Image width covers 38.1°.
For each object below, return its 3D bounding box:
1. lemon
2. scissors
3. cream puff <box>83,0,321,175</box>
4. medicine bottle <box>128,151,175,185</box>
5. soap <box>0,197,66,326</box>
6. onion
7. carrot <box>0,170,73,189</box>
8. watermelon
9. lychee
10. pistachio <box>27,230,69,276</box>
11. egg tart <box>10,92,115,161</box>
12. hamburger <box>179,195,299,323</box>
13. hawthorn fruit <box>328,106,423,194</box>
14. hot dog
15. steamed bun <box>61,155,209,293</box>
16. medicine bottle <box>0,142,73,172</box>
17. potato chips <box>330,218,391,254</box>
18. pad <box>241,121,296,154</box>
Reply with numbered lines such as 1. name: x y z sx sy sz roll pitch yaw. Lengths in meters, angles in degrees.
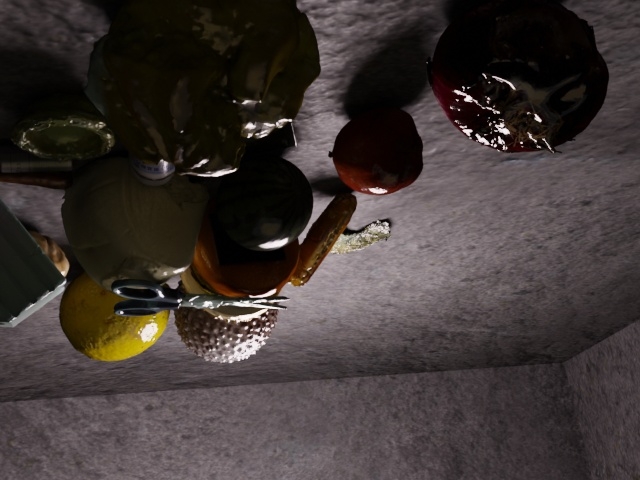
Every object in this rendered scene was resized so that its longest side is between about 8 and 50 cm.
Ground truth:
1. lemon: -0.526 0.179 2.399 0.310 0.258 0.258 -17 156 14
2. scissors: -0.254 0.130 1.996 0.383 0.029 0.256 2 161 -12
3. cream puff: -0.175 -0.249 1.462 0.378 0.275 0.378 -9 155 -4
4. medicine bottle: -0.317 -0.185 1.783 0.102 0.103 0.187 -3 157 -15
5. soap: -0.705 0.036 1.997 0.173 0.289 0.095 -39 180 -25
6. onion: 0.344 -0.299 1.630 0.314 0.232 0.314 9 142 7
7. carrot: -0.583 -0.134 1.879 0.161 0.055 0.055 5 155 -14
8. watermelon: -0.120 -0.077 1.983 0.212 0.212 0.212 -8 158 -3
9. lychee: -0.253 0.180 2.444 0.300 0.300 0.300 -8 158 -3
10. pistachio: -0.696 0.058 2.168 0.229 0.157 0.157 -8 161 30
11. egg tart: -0.473 -0.207 1.704 0.197 0.078 0.197 -6 159 -2
12. hamburger: -0.196 0.043 2.156 0.291 0.291 0.225 1 157 -23
13. hawthorn fruit: 0.107 -0.181 1.887 0.202 0.185 0.185 -2 164 31
14. hot dog: 0.000 0.000 2.230 0.072 0.115 0.269 33 101 -10
15. steamed bun: -0.413 -0.038 1.967 0.272 0.273 0.290 23 140 -27
16. medicine bottle: -0.584 -0.160 1.799 0.199 0.058 0.057 -2 157 -16
17. potato chips: 0.080 -0.006 2.477 0.220 0.029 0.202 -9 158 7
18. pad: -0.120 -0.226 1.890 0.127 0.004 0.190 -9 157 1
